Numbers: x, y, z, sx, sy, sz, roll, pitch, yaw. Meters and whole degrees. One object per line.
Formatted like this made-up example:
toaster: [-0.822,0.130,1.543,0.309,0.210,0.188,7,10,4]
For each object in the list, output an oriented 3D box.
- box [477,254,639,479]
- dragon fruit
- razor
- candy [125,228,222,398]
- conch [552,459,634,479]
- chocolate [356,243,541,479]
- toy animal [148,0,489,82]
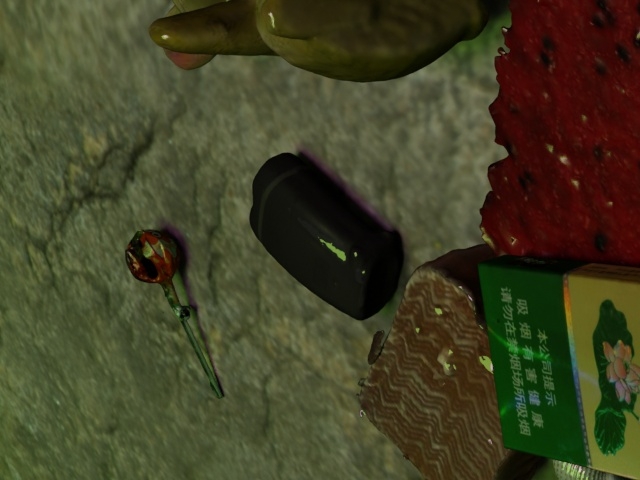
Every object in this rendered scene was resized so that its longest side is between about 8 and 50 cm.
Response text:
box: [0.188,0.081,1.063,0.235,0.034,0.132,7,109,55]
dragon fruit: [0.221,-0.050,1.045,0.282,0.100,0.343,47,150,30]
razor: [0.000,0.000,1.421,0.148,0.054,0.090,42,143,32]
candy: [-0.133,0.071,1.668,0.055,0.049,0.185,2,120,61]
conch: [0.209,0.155,1.232,0.085,0.056,0.076,25,111,19]
chocolate: [0.118,0.103,1.289,0.148,0.093,0.214,50,144,20]
toy animal: [-0.053,-0.205,1.250,0.363,0.180,0.181,13,84,44]
